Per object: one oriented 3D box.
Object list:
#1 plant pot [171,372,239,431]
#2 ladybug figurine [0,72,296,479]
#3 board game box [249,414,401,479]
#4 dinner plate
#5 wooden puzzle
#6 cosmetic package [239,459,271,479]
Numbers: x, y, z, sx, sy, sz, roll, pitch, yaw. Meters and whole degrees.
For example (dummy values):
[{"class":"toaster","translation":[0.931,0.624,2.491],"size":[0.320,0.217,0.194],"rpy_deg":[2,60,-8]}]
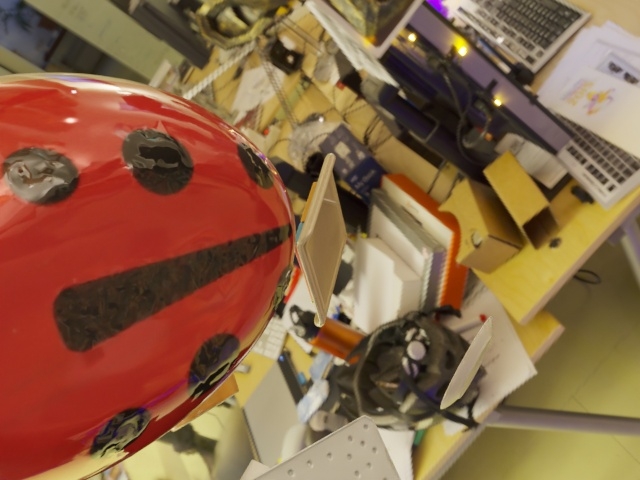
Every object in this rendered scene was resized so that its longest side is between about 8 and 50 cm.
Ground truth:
[{"class":"plant pot","translation":[-0.239,0.208,1.118],"size":[0.205,0.205,0.188],"rpy_deg":[-37,79,34]},{"class":"ladybug figurine","translation":[-0.172,0.029,0.480],"size":[0.161,0.305,0.449],"rpy_deg":[2,23,43]},{"class":"board game box","translation":[0.014,0.534,1.045],"size":[0.050,0.389,0.390],"rpy_deg":[-35,76,49]},{"class":"dinner plate","translation":[0.199,0.164,0.876],"size":[0.017,0.141,0.141],"rpy_deg":[27,87,21]},{"class":"wooden puzzle","translation":[0.000,0.000,1.183],"size":[0.044,0.239,0.221],"rpy_deg":[5,47,13]},{"class":"cosmetic package","translation":[-0.130,0.595,1.288],"size":[0.224,0.138,0.225],"rpy_deg":[95,-159,-45]}]
